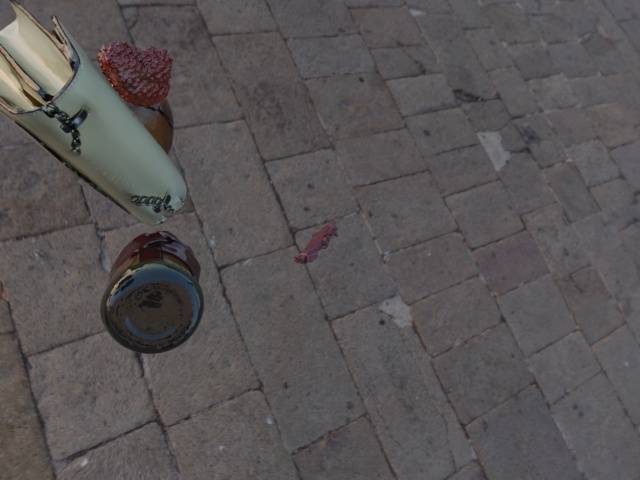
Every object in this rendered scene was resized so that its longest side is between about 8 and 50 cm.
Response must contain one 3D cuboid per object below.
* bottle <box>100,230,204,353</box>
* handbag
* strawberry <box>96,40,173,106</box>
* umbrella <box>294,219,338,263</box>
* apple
[{"bbox_3d":[-0.261,0.070,0.740,0.143,0.271,0.156,32,91,-24],"label":"bottle"},{"bbox_3d":[-0.393,-0.190,0.800,0.160,0.358,0.236,-45,68,-10],"label":"handbag"},{"bbox_3d":[-0.450,-0.398,1.174,0.107,0.175,0.236,59,36,2],"label":"strawberry"},{"bbox_3d":[0.000,0.000,0.623,0.027,0.025,0.165,24,23,8],"label":"umbrella"},{"bbox_3d":[-0.679,-0.372,1.508,0.384,0.374,0.374,-35,85,-21],"label":"apple"}]
